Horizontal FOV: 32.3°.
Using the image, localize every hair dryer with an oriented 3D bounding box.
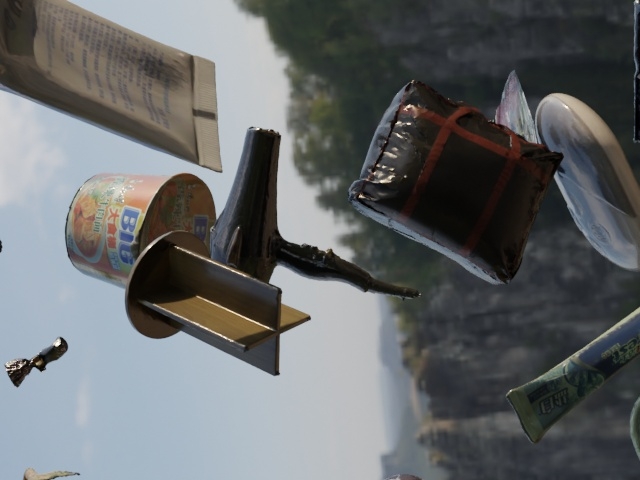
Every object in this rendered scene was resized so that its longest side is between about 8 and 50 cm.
[{"bbox_3d":[0.000,0.000,1.744,0.120,0.359,0.304,-41,-33,-69],"label":"hair dryer"}]

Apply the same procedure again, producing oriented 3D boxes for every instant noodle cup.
[{"bbox_3d":[-0.384,-0.016,2.338,0.296,0.213,0.297,-33,-52,-57],"label":"instant noodle cup"}]

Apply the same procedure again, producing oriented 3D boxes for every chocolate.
[{"bbox_3d":[-0.626,0.269,2.461,0.072,0.147,0.070,-164,51,-87],"label":"chocolate"}]

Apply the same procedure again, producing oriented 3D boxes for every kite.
[{"bbox_3d":[0.315,-0.158,1.929,0.360,0.022,0.204,139,120,-78],"label":"kite"}]

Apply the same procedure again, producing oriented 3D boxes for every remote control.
[{"bbox_3d":[0.443,-0.091,1.776,0.332,0.103,0.221,60,175,-21],"label":"remote control"}]

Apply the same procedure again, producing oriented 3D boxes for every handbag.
[{"bbox_3d":[0.155,-0.069,1.264,0.169,0.215,0.155,-63,4,-3],"label":"handbag"}]

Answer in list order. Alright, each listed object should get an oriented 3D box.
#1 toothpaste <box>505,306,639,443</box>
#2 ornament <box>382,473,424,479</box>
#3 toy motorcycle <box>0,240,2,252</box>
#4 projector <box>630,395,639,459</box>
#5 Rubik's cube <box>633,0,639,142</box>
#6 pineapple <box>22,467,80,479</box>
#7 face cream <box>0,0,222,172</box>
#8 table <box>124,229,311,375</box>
[{"bbox_3d":[0.347,0.148,1.373,0.047,0.268,0.069,43,159,43],"label":"toothpaste"},{"bbox_3d":[0.139,0.456,1.743,0.177,0.177,0.178,-6,-90,-86],"label":"ornament"},{"bbox_3d":[-0.667,-0.005,2.026,0.213,0.082,0.122,35,-157,-46],"label":"toy motorcycle"},{"bbox_3d":[0.545,0.254,1.277,0.249,0.248,0.248,16,-134,-47],"label":"projector"},{"bbox_3d":[0.455,-0.205,1.217,0.180,0.183,0.167,-41,-51,-49],"label":"Rubik's cube"},{"bbox_3d":[-0.360,0.304,1.183,0.161,0.158,0.334,43,152,14],"label":"pineapple"},{"bbox_3d":[-0.310,-0.235,1.391,0.137,0.420,0.235,-51,33,33],"label":"face cream"},{"bbox_3d":[-0.139,0.096,1.562,0.167,0.226,0.167,-26,-54,-43],"label":"table"}]
